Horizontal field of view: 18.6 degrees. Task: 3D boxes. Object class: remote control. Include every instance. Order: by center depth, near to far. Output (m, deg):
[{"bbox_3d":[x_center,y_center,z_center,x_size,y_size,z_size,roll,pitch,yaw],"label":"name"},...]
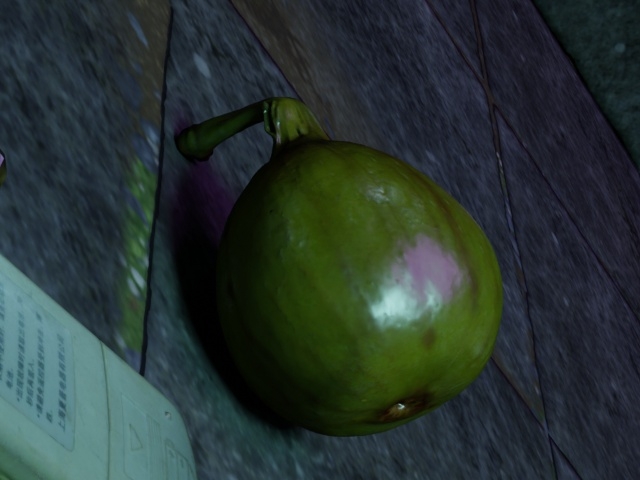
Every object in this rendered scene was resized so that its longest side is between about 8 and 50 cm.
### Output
[{"bbox_3d":[-0.123,0.044,0.702,0.233,0.038,0.098,47,22,-39],"label":"remote control"}]

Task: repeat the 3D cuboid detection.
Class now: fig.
[{"bbox_3d":[0.014,0.006,0.979,0.142,0.148,0.186,5,66,-19],"label":"fig"}]

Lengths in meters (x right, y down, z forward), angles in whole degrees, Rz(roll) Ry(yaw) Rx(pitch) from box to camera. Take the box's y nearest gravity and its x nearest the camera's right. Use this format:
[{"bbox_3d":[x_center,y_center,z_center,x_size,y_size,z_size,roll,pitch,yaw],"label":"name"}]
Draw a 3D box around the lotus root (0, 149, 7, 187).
[{"bbox_3d":[-0.225,-0.104,0.489,0.210,0.142,0.314,-12,77,-34],"label":"lotus root"}]
